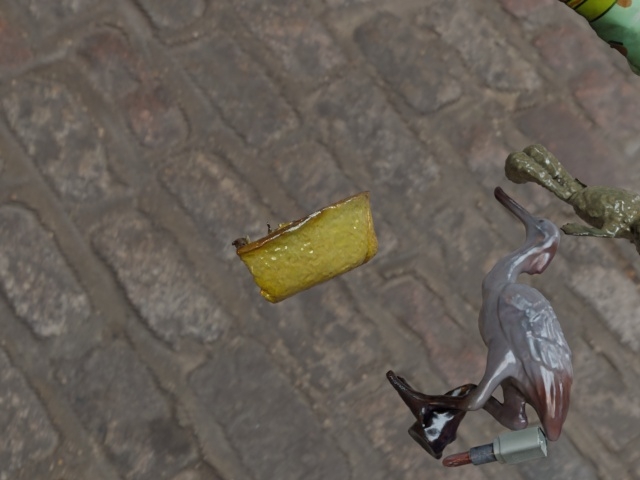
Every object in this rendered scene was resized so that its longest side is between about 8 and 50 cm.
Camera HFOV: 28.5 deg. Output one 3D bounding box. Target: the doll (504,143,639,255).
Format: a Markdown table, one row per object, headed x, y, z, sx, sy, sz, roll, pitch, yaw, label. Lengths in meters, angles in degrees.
| x | y | z | sx | sy | sz | roll | pitch | yaw | label |
| --- | --- | --- | --- | --- | --- | --- | --- | --- | --- |
| 0.333 | -0.034 | 1.474 | 0.286 | 0.091 | 0.203 | 22 | 20 | 19 | doll |

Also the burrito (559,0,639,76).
| x | y | z | sx | sy | sz | roll | pitch | yaw | label |
| --- | --- | --- | --- | --- | --- | --- | --- | --- | --- |
| 0.244 | -0.157 | 0.962 | 0.288 | 0.054 | 0.104 | 31 | 13 | -25 | burrito |

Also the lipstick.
| x | y | z | sx | sy | sz | roll | pitch | yaw | label |
| --- | --- | --- | --- | --- | --- | --- | --- | --- | --- |
| 0.173 | 0.213 | 1.265 | 0.025 | 0.107 | 0.025 | 56 | 26 | -38 | lipstick |

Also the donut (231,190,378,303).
| x | y | z | sx | sy | sz | roll | pitch | yaw | label |
| --- | --- | --- | --- | --- | --- | --- | --- | --- | --- |
| 0.003 | -0.001 | 1.565 | 0.101 | 0.152 | 0.259 | 67 | 15 | 2 | donut |

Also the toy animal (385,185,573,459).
| x | y | z | sx | sy | sz | roll | pitch | yaw | label |
| --- | --- | --- | --- | --- | --- | --- | --- | --- | --- |
| 0.207 | 0.090 | 1.357 | 0.195 | 0.090 | 0.324 | 20 | 68 | 26 | toy animal |
